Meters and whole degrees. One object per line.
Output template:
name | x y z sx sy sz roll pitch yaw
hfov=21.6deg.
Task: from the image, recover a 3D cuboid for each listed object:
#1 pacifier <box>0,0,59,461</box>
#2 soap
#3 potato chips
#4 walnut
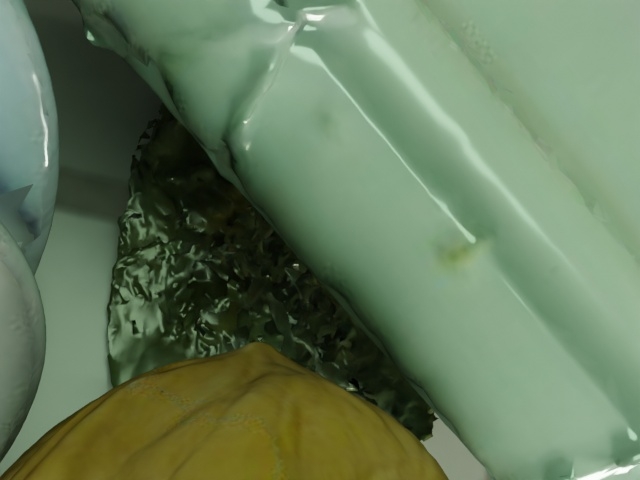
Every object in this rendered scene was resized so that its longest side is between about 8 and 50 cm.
pacifier | -0.192 -0.018 0.441 0.279 0.227 0.207 -31 34 14
soap | 0.123 -0.057 0.447 0.261 0.156 0.446 -40 95 15
potato chips | 0.000 0.000 0.543 0.142 0.026 0.209 37 68 -1
walnut | -0.033 0.127 0.417 0.159 0.159 0.206 13 79 -8
